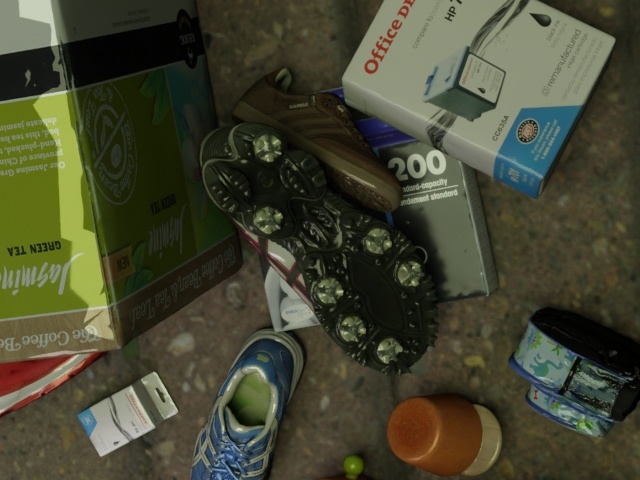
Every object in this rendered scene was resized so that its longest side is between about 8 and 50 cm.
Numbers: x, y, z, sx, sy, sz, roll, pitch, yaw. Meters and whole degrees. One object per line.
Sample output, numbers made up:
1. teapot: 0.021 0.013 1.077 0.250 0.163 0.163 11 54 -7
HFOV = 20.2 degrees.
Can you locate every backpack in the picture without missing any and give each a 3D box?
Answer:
1. backpack: 0.221 0.114 1.550 0.114 0.105 0.084 29 105 14

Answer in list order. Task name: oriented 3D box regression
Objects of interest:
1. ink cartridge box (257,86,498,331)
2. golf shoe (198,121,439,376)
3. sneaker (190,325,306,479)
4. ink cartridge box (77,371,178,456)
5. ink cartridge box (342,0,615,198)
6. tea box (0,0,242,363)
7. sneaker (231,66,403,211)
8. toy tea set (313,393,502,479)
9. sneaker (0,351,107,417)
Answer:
1. ink cartridge box: 0.037 -0.036 1.605 0.206 0.045 0.208 -11 95 17
2. golf shoe: 0.000 0.000 1.552 0.105 0.120 0.273 -43 108 -7
3. sneaker: -0.080 0.182 1.657 0.080 0.081 0.211 19 106 10
4. ink cartridge box: -0.183 0.165 1.709 0.083 0.028 0.048 -30 92 18
5. ink cartridge box: 0.133 -0.143 1.518 0.190 0.082 0.140 27 83 8
6. tea box: -0.237 -0.085 1.521 0.220 0.329 0.323 -7 99 16
7. sneaker: 0.007 -0.094 1.556 0.188 0.066 0.071 31 77 28
8. toy tea set: 0.059 0.290 1.643 0.336 0.124 0.200 -45 57 21
9. sneaker: -0.298 0.093 1.699 0.221 0.087 0.128 -31 92 17
